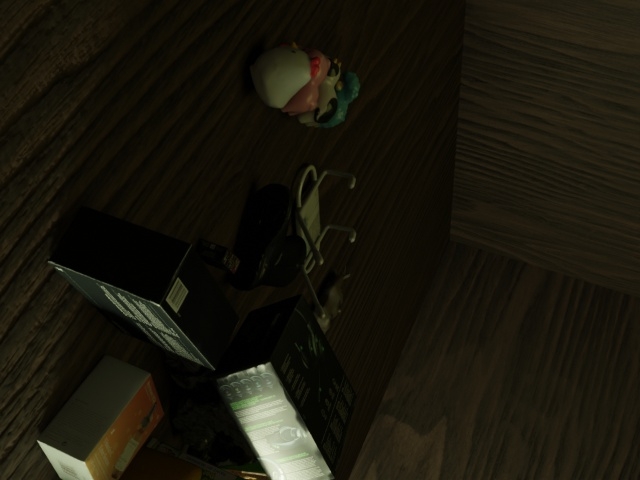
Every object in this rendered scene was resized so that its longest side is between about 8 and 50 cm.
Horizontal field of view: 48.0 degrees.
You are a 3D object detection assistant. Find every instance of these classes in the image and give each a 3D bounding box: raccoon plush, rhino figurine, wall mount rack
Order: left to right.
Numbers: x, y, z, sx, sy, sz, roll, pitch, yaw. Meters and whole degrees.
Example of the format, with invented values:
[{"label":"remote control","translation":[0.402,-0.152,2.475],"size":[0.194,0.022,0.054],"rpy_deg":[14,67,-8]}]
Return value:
[{"label":"raccoon plush","translation":[-0.153,0.250,1.498],"size":[0.299,0.216,0.447],"rpy_deg":[-63,161,-48]},{"label":"wall mount rack","translation":[0.000,0.000,1.766],"size":[0.350,0.130,0.304],"rpy_deg":[86,23,-47]},{"label":"rhino figurine","translation":[0.033,0.175,2.141],"size":[0.106,0.073,0.243],"rpy_deg":[84,29,-57]}]

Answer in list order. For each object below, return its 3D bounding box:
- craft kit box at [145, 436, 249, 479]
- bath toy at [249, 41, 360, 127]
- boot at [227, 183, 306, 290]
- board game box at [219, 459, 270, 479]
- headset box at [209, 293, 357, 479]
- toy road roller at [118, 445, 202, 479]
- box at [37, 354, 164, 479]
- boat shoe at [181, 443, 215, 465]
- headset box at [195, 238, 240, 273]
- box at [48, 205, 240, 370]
[{"label":"craft kit box","translation":[-0.228,0.522,1.437],"size":[0.061,0.246,0.250],"rpy_deg":[-53,153,-40]},{"label":"bath toy","translation":[-0.021,-0.320,1.435],"size":[0.348,0.129,0.152],"rpy_deg":[-6,79,-71]},{"label":"boot","translation":[-0.093,-0.006,1.563],"size":[0.207,0.094,0.247],"rpy_deg":[-5,118,-66]},{"label":"board game box","translation":[-0.154,0.460,1.661],"size":[0.259,0.124,0.039],"rpy_deg":[-81,176,-55]},{"label":"headset box","translation":[-0.063,0.274,1.363],"size":[0.283,0.131,0.246],"rpy_deg":[63,22,-18]},{"label":"toy road roller","translation":[-0.323,0.501,1.221],"size":[0.329,0.202,0.241],"rpy_deg":[-2,105,-76]},{"label":"box","translation":[-0.342,0.294,1.140],"size":[0.130,0.091,0.170],"rpy_deg":[88,27,-46]},{"label":"boat shoe","translation":[-0.273,0.537,1.593],"size":[0.084,0.079,0.233],"rpy_deg":[-35,140,-64]},{"label":"headset box","translation":[-0.194,0.032,1.366],"size":[0.083,0.062,0.032],"rpy_deg":[62,50,-66]},{"label":"box","translation":[-0.248,0.078,1.062],"size":[0.261,0.184,0.103],"rpy_deg":[73,36,-60]}]
